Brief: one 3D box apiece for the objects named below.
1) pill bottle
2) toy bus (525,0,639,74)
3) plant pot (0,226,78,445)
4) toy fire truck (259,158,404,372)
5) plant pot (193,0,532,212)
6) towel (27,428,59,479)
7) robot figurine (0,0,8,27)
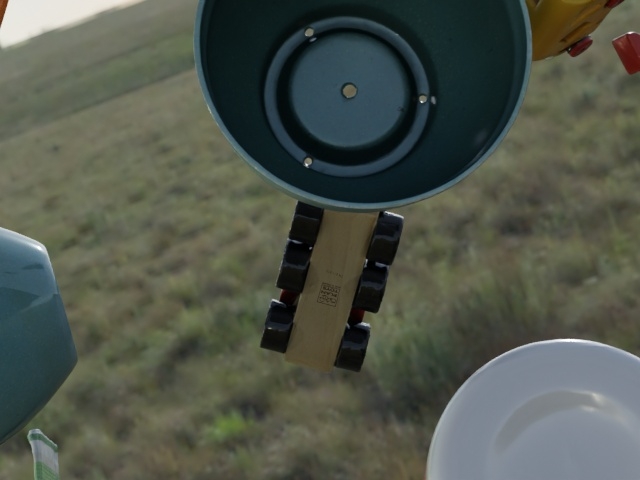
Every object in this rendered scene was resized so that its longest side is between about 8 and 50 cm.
[{"bbox_3d":[0.206,0.237,1.321,0.229,0.229,0.407,-21,-16,-3],"label":"pill bottle"},{"bbox_3d":[0.209,-0.225,1.390,0.104,0.202,0.191,-30,33,-20],"label":"toy bus"},{"bbox_3d":[-0.373,0.096,1.576,0.195,0.290,0.290,-16,10,-11],"label":"plant pot"},{"bbox_3d":[0.000,0.000,1.681,0.158,0.217,0.246,14,26,-1],"label":"toy fire truck"},{"bbox_3d":[0.032,-0.155,1.348,0.293,0.293,0.196,-22,-8,-7],"label":"plant pot"},{"bbox_3d":[-0.362,0.331,1.911,0.023,0.152,0.113,-7,-19,1],"label":"towel"},{"bbox_3d":[-0.469,-0.282,1.735,0.158,0.219,0.128,-6,-23,28],"label":"robot figurine"}]
